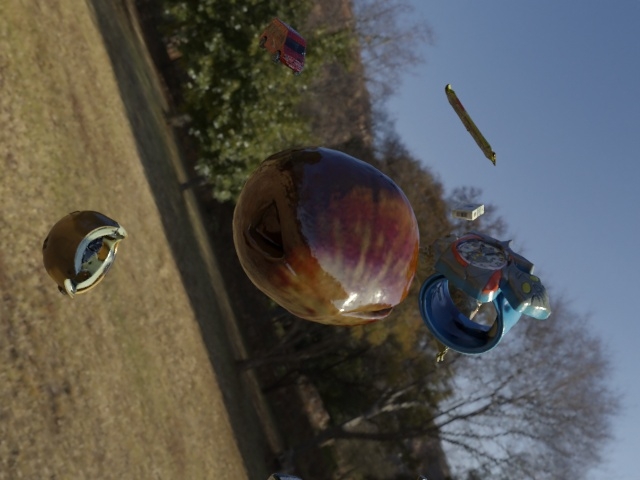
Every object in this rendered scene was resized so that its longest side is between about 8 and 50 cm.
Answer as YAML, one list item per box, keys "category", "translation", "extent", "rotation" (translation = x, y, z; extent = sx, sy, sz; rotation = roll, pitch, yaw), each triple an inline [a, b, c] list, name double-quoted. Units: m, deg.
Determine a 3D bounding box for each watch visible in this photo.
- category: "watch"
  translation: [0.415, 0.155, 1.936]
  extent: [0.305, 0.241, 0.275]
  rotation: [34, -51, 24]

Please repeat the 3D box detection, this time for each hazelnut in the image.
- category: "hazelnut"
  translation: [0.000, 0.000, 1.726]
  extent: [0.429, 0.402, 0.402]
  rotation: [28, 19, -36]

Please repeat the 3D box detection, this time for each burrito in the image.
- category: "burrito"
  translation: [0.367, 0.153, 2.196]
  extent: [0.107, 0.175, 0.348]
  rotation: [22, 52, -64]

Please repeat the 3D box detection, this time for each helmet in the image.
- category: "helmet"
  translation: [-0.535, 0.015, 1.712]
  extent: [0.130, 0.198, 0.224]
  rotation: [38, -23, 3]

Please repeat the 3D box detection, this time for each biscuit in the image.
- category: "biscuit"
  translation: [0.387, -0.302, 2.003]
  extent: [0.048, 0.026, 0.292]
  rotation: [59, 6, -52]

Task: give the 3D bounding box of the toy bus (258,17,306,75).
- category: "toy bus"
  translation: [-0.090, -0.503, 2.001]
  extent: [0.081, 0.089, 0.195]
  rotation: [26, 18, -33]

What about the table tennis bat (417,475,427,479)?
- category: "table tennis bat"
  translation: [0.246, 0.789, 2.234]
  extent: [0.131, 0.234, 0.022]
  rotation: [25, 2, -43]

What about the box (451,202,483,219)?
- category: "box"
  translation: [0.353, -0.070, 1.850]
  extent: [0.083, 0.054, 0.024]
  rotation: [-27, 118, -57]

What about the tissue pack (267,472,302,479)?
- category: "tissue pack"
  translation: [-0.048, 0.577, 1.624]
  extent: [0.103, 0.090, 0.170]
  rotation: [22, 15, -43]
